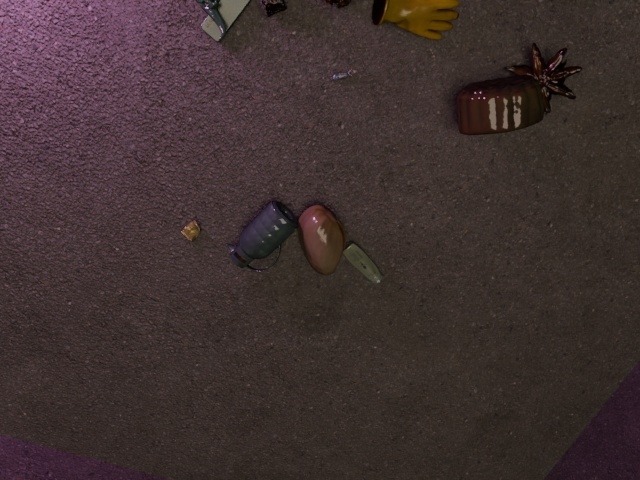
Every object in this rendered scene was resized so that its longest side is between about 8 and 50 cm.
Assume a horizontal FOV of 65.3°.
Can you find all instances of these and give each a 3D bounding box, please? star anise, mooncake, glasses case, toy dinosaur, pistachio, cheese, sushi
[{"bbox_3d":[0.794,-0.585,1.797,0.271,0.102,0.272,12,127,16],"label":"star anise"},{"bbox_3d":[0.618,-0.469,1.722,0.290,0.290,0.161,-13,110,0],"label":"mooncake"},{"bbox_3d":[-0.312,-0.751,1.650,0.077,0.039,0.184,38,105,-18],"label":"glasses case"},{"bbox_3d":[-0.352,-0.791,1.588,0.120,0.079,0.292,-35,92,22],"label":"toy dinosaur"},{"bbox_3d":[0.000,0.000,1.928,0.197,0.166,0.288,7,119,19],"label":"pistachio"},{"bbox_3d":[-0.488,-0.043,1.929,0.060,0.041,0.084,45,118,-12],"label":"cheese"},{"bbox_3d":[-0.159,-0.787,1.623,0.084,0.094,0.098,-21,118,7],"label":"sushi"}]

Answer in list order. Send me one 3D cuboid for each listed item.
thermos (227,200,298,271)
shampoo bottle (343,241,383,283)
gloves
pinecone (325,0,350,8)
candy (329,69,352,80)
[{"bbox_3d":[-0.215,0.000,1.911,0.182,0.145,0.286,46,105,1],"label":"thermos"},{"bbox_3d":[0.173,0.093,2.038,0.072,0.049,0.212,-42,110,7],"label":"shampoo bottle"},{"bbox_3d":[0.332,-0.766,1.684,0.294,0.116,0.133,2,140,-16],"label":"gloves"},{"bbox_3d":[0.049,-0.828,1.595,0.173,0.173,0.174,-2,113,-4],"label":"pinecone"},{"bbox_3d":[0.073,-0.584,1.764,0.083,0.020,0.030,-6,113,0],"label":"candy"}]
